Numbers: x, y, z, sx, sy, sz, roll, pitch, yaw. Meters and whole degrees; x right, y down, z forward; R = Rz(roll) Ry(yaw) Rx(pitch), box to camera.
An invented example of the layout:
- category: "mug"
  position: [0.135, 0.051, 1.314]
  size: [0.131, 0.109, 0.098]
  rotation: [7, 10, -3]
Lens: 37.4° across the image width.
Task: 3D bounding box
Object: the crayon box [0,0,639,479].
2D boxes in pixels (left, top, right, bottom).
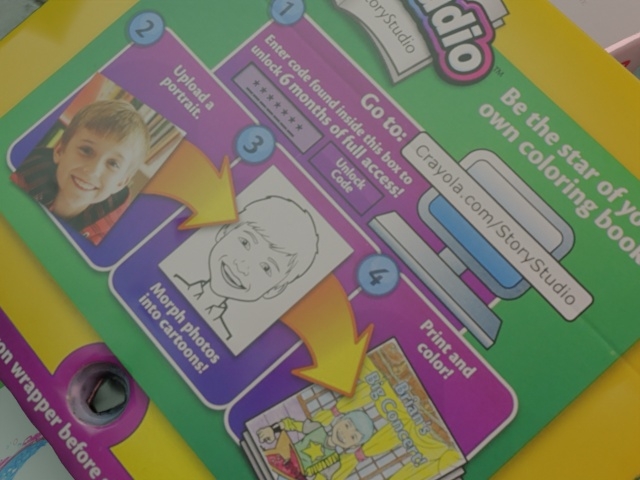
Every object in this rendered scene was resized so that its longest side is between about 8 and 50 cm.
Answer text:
- category: "crayon box"
  position: [0.000, 0.000, 0.479]
  size: [0.313, 0.106, 0.363]
  rotation: [-41, 74, -4]

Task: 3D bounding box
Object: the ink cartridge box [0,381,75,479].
- category: "ink cartridge box"
  position: [-0.155, 0.179, 0.569]
  size: [0.093, 0.154, 0.212]
  rotation: [-34, 44, -11]

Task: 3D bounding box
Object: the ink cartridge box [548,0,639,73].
- category: "ink cartridge box"
  position: [0.055, -0.090, 0.677]
  size: [0.306, 0.226, 0.131]
  rotation: [-27, 79, -4]
